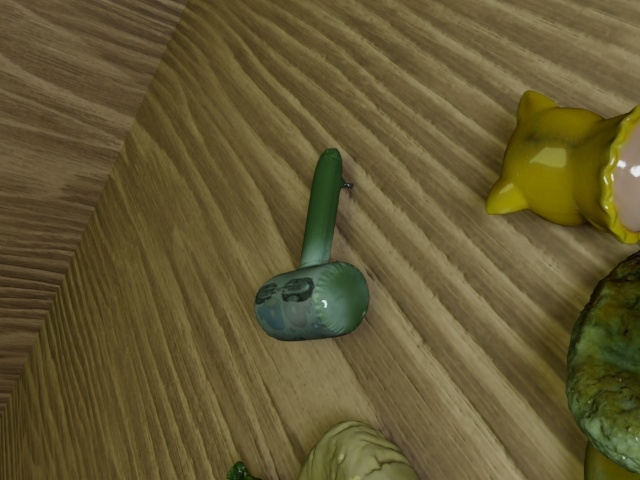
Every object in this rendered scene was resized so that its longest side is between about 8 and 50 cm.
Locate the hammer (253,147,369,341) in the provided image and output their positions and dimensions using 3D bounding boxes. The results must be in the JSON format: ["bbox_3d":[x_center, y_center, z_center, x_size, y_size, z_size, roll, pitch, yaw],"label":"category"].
[{"bbox_3d":[0.000,0.000,0.998,0.207,0.119,0.335,-13,60,48],"label":"hammer"}]

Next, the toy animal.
[{"bbox_3d":[0.292,-0.074,0.622,0.230,0.156,0.155,18,91,49],"label":"toy animal"}]

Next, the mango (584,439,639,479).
[{"bbox_3d":[0.312,0.199,0.549,0.122,0.086,0.190,-2,63,61],"label":"mango"}]

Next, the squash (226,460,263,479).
[{"bbox_3d":[-0.049,0.479,0.885,0.379,0.102,0.101,41,110,46],"label":"squash"}]

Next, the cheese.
[{"bbox_3d":[0.042,0.366,0.802,0.214,0.117,0.225,37,112,57],"label":"cheese"}]

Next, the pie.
[{"bbox_3d":[0.328,0.078,0.482,0.277,0.078,0.277,-36,17,13],"label":"pie"}]
